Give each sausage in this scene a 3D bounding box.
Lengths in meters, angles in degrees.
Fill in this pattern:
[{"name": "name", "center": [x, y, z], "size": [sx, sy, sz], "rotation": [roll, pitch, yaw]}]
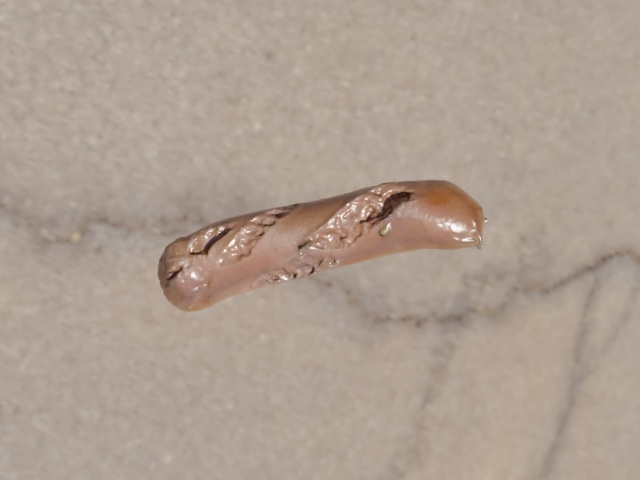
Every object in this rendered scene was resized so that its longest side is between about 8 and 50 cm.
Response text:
[{"name": "sausage", "center": [0.000, 0.000, 0.784], "size": [0.036, 0.158, 0.042], "rotation": [-91, 167, -56]}]
